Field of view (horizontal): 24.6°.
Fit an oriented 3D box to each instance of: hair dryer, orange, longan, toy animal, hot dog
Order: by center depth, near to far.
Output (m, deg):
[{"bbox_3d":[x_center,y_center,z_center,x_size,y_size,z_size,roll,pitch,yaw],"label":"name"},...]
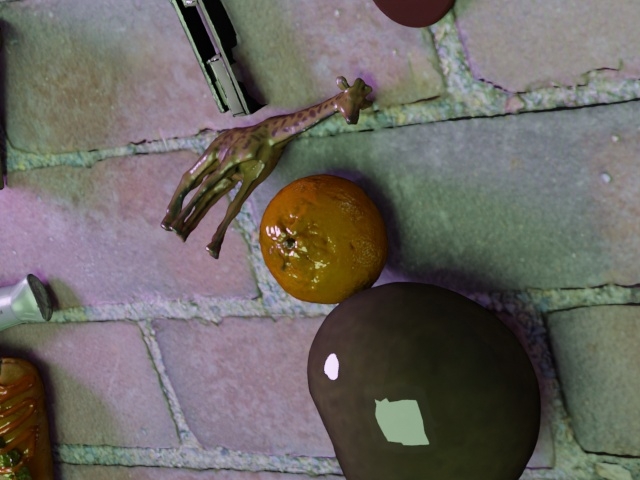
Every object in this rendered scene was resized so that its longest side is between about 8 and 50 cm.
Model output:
[{"bbox_3d":[0.101,0.165,1.441,0.246,0.215,0.246,5,98,44],"label":"longan"},{"bbox_3d":[-0.001,0.001,1.482,0.136,0.118,0.135,17,113,49],"label":"orange"},{"bbox_3d":[-0.060,-0.085,1.491,0.275,0.149,0.054,-39,119,15],"label":"toy animal"},{"bbox_3d":[-0.455,0.017,1.854,0.206,0.075,0.237,-19,96,33],"label":"hair dryer"},{"bbox_3d":[-0.434,0.304,1.937,0.158,0.117,0.348,9,122,7],"label":"hot dog"}]

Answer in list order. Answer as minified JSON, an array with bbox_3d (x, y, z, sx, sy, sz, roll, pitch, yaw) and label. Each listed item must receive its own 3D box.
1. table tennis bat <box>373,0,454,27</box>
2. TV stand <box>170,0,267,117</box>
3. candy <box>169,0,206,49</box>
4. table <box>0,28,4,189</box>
[{"bbox_3d":[0.095,-0.258,1.337,0.098,0.019,0.154,47,134,4],"label":"table tennis bat"},{"bbox_3d":[-0.124,-0.242,1.483,0.042,0.036,0.249,-12,108,40],"label":"TV stand"},{"bbox_3d":[-0.174,-0.277,1.495,0.060,0.060,0.201,-22,109,40],"label":"candy"},{"bbox_3d":[-0.442,-0.138,1.696,0.167,0.167,0.226,25,136,21],"label":"table"}]
